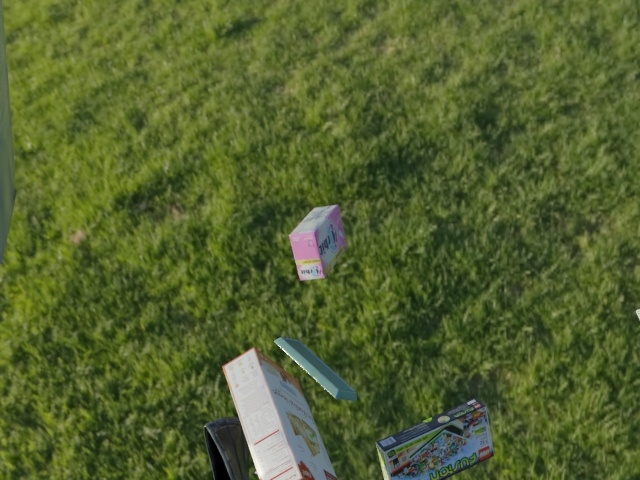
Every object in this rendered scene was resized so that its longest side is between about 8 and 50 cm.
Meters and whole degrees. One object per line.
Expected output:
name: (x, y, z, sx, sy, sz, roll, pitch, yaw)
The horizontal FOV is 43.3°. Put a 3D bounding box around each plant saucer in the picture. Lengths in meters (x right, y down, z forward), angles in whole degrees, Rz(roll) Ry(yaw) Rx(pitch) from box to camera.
plant saucer: (-0.008, 0.240, 1.525, 0.192, 0.067, 0.018, 36, 100, 39)

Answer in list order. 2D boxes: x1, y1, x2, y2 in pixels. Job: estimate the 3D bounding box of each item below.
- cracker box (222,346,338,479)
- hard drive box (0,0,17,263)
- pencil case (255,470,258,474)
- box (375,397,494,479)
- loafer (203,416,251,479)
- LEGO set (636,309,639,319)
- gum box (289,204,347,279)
cracker box: (-0.056, 0.296, 1.233, 0.067, 0.156, 0.232, -31, 52, 8)
hard drive box: (-0.290, -0.099, 0.489, 0.181, 0.232, 0.089, 2, 40, -14)
pencil case: (-0.104, 0.389, 1.625, 0.088, 0.086, 0.206, 10, 36, -23)
box: (0.207, 0.372, 1.436, 0.206, 0.114, 0.036, -20, 23, -15)
loafer: (-0.155, 0.408, 1.344, 0.078, 0.076, 0.223, -2, 79, -37)
LEGO set: (0.590, 0.145, 1.112, 0.244, 0.182, 0.060, -17, 17, 50)
gum box: (0.000, 0.000, 1.795, 0.062, 0.107, 0.188, -6, 20, 22)
